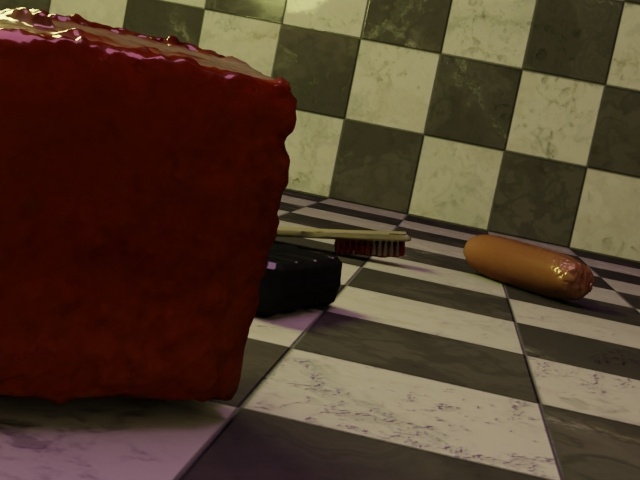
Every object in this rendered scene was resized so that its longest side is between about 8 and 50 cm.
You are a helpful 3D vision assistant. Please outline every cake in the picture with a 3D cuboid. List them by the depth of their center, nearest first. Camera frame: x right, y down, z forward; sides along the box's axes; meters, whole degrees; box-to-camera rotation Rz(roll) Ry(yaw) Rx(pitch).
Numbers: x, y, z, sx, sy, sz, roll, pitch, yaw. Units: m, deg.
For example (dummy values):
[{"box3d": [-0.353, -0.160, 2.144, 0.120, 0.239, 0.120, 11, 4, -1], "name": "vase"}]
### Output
[{"box3d": [-0.208, -0.038, 0.802, 0.270, 0.269, 0.319, 7, 6, -38], "name": "cake"}]

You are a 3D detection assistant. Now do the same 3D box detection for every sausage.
[{"box3d": [0.373, 0.047, 1.934, 0.086, 0.086, 0.289, 7, 9, -36], "name": "sausage"}]

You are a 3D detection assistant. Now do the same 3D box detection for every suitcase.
[{"box3d": [-0.136, 0.025, 1.310, 0.285, 0.066, 0.206, 14, 8, 23], "name": "suitcase"}]

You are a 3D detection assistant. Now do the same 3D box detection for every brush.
[{"box3d": [0.000, 0.000, 1.903, 0.321, 0.050, 0.060, 3, 9, -4], "name": "brush"}]
